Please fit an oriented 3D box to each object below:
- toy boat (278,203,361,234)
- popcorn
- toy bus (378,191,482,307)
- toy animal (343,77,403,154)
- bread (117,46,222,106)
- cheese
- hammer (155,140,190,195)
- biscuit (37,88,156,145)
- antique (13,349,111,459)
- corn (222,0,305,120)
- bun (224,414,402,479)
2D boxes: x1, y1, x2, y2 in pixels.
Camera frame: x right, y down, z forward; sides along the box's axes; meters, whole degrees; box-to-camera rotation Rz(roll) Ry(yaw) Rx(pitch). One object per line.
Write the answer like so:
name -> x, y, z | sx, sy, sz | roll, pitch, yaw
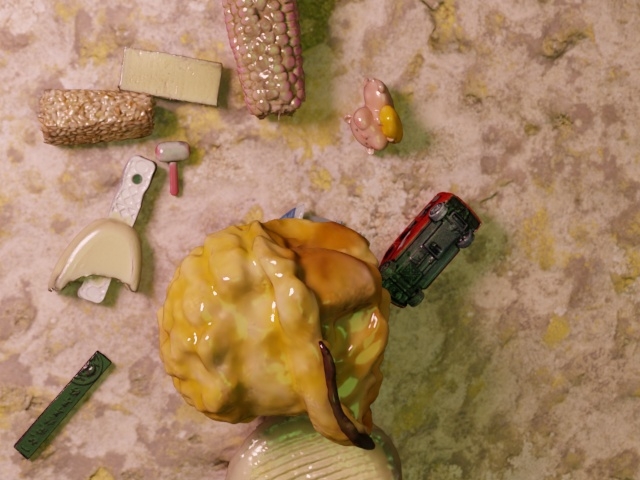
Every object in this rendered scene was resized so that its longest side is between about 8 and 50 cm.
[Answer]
toy boat -> -0.007, -0.009, 1.706 | 0.149, 0.034, 0.105 | -17, 107, -11
popcorn -> -0.044, 0.145, 1.547 | 0.349, 0.382, 0.349 | -25, 141, -22
toy bus -> 0.159, 0.015, 1.728 | 0.081, 0.089, 0.195 | 43, 85, -18
toy animal -> 0.079, -0.188, 1.681 | 0.082, 0.091, 0.114 | -19, 105, 2
bread -> -0.221, -0.242, 1.616 | 0.153, 0.028, 0.068 | 7, 96, -16
cheese -> -0.304, -0.015, 1.614 | 0.127, 0.050, 0.235 | 20, 91, -15
hammer -> -0.220, -0.107, 1.636 | 0.052, 0.031, 0.083 | -4, 105, -12
biscuit -> -0.321, -0.179, 1.572 | 0.168, 0.082, 0.070 | -4, 79, -13
antique -> -0.389, 0.247, 1.646 | 0.031, 0.015, 0.192 | 42, 86, -17
corn -> -0.089, -0.341, 1.597 | 0.126, 0.126, 0.335 | -8, 104, -15
bun -> -0.018, 0.388, 1.706 | 0.287, 0.146, 0.287 | 0, 90, -9
